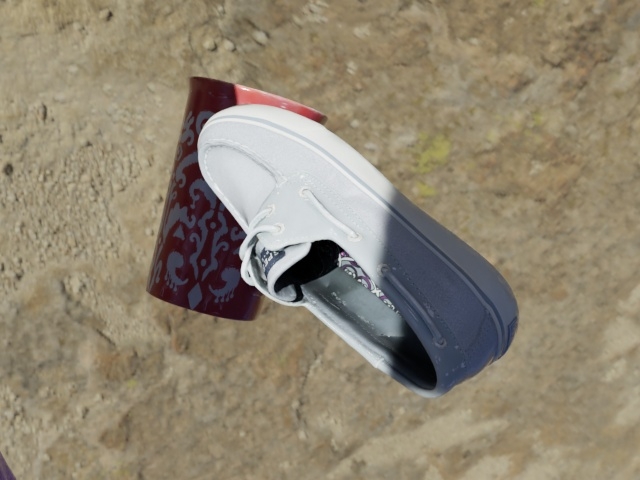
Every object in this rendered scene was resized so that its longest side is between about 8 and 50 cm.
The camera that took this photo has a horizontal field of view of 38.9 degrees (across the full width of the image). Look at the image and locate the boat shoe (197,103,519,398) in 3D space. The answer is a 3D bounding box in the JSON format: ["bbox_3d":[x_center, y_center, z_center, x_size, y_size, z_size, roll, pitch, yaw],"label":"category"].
[{"bbox_3d":[0.000,0.001,0.502,0.081,0.227,0.079,-33,150,-39],"label":"boat shoe"}]

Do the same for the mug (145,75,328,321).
[{"bbox_3d":[-0.061,-0.027,0.692,0.113,0.150,0.169,15,93,-34],"label":"mug"}]

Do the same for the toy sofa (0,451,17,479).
[{"bbox_3d":[-0.205,0.084,0.401,0.177,0.150,0.363,-36,109,-48],"label":"toy sofa"}]
